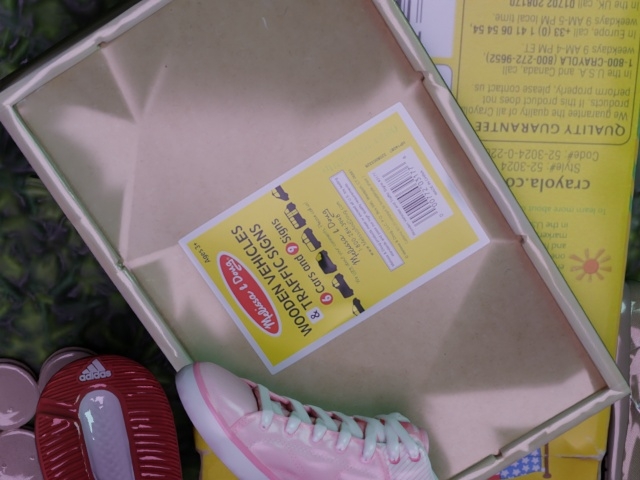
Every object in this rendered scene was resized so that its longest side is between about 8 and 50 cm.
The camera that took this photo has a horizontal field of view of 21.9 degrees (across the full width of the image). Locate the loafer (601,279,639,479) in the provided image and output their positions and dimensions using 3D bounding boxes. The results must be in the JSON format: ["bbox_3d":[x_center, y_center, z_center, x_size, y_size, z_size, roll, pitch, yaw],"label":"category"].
[{"bbox_3d":[0.166,0.090,0.838,0.050,0.056,0.148,-3,109,4],"label":"loafer"}]

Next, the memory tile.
[{"bbox_3d":[-0.151,0.128,0.853,0.113,0.012,0.148,-11,110,0],"label":"memory tile"}]

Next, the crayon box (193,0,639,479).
[{"bbox_3d":[0.039,-0.011,0.782,0.202,0.081,0.319,2,108,-4],"label":"crayon box"}]

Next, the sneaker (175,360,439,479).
[{"bbox_3d":[0.003,0.085,0.705,0.070,0.051,0.134,-40,109,8],"label":"sneaker"}]

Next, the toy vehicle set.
[{"bbox_3d":[0.000,0.000,0.722,0.166,0.035,0.267,-31,107,7],"label":"toy vehicle set"}]

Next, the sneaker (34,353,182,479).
[{"bbox_3d":[-0.086,0.170,0.784,0.087,0.128,0.221,-3,79,-4],"label":"sneaker"}]
